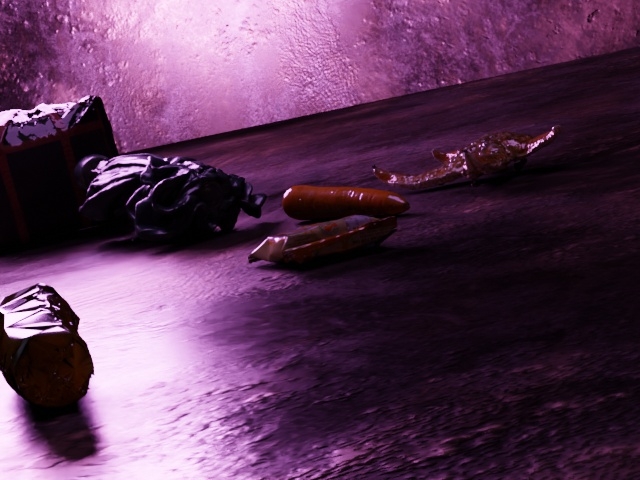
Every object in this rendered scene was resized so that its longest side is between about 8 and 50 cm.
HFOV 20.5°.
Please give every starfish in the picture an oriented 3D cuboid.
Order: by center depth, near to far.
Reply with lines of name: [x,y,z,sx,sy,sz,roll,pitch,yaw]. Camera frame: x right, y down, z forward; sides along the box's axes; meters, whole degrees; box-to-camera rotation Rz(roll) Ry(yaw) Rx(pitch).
starfish: [0.152,-0.082,1.871,0.138,0.050,0.247,-17,2,-26]

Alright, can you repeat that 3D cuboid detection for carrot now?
carrot: [-0.195,0.072,1.230,0.069,0.069,0.229,-14,9,-11]
carrot: [0.028,-0.040,1.788,0.037,0.037,0.190,-18,11,-38]

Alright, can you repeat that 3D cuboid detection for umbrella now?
umbrella: [-0.195,-0.053,2.015,0.143,0.094,0.349,5,4,-32]

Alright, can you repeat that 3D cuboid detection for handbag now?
handbag: [-0.352,-0.086,2.221,0.215,0.169,0.155,-15,7,-11]

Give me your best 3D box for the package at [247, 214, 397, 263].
package: [0.001,0.000,1.564,0.108,0.031,0.121,-14,3,-18]
